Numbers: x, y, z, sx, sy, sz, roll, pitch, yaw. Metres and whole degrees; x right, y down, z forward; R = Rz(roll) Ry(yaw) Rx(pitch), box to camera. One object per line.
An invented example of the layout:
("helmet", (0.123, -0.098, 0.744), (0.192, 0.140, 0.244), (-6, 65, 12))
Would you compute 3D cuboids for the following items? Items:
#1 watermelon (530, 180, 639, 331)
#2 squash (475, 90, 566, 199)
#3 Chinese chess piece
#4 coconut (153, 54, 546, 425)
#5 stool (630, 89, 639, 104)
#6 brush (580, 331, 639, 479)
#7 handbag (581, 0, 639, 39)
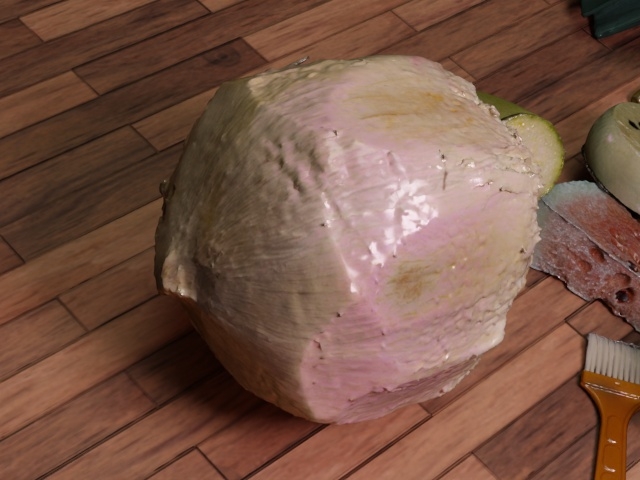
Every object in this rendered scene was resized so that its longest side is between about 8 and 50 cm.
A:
("watermelon", (0.380, 0.029, 1.743), (0.154, 0.094, 0.241), (-21, 57, -43))
("squash", (0.199, -0.130, 1.764), (0.132, 0.133, 0.247), (-6, 20, -21))
("Chinese chess piece", (0.448, -0.105, 1.843), (0.188, 0.083, 0.188), (24, 35, -18))
("coconut", (0.000, 0.000, 1.450), (0.404, 0.405, 0.405), (8, 46, -8))
("stool", (0.538, -0.228, 2.000), (0.110, 0.135, 0.134), (-28, 15, -31))
("brush", (0.338, 0.233, 1.576), (0.090, 0.017, 0.314), (15, 46, 2))
("handbag", (0.519, -0.477, 2.158), (0.089, 0.238, 0.326), (46, 36, -33))
